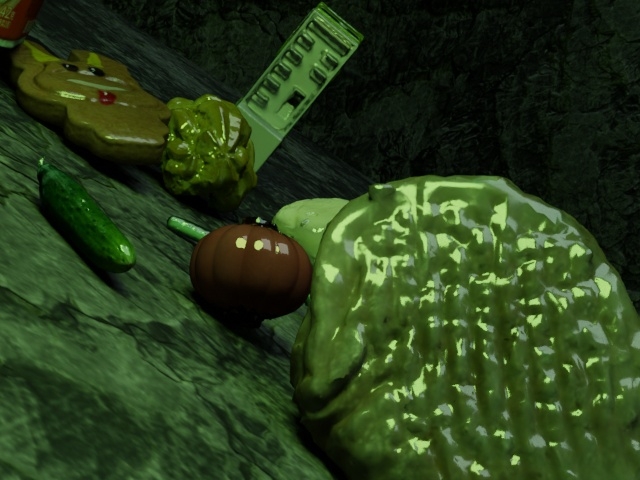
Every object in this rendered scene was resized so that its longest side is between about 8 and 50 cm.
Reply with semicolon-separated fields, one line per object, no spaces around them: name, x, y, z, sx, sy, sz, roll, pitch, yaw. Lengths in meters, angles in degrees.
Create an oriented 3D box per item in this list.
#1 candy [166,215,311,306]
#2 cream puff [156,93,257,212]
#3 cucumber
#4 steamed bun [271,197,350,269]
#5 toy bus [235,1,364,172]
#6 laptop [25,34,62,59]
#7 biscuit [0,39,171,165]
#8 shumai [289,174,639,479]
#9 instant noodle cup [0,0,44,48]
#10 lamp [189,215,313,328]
candy;-0.013;0.052;1.154;0.323;0.097;0.097;26;8;-7
cream puff;-0.132;-0.105;1.342;0.156;0.121;0.156;39;7;-6
cucumber;-0.188;-0.017;0.874;0.155;0.037;0.037;43;10;36
steamed bun;0.000;0.000;1.377;0.112;0.091;0.130;18;26;33
toy bus;-0.063;-0.228;1.756;0.113;0.302;0.139;38;13;-7
laptop;-0.408;-0.261;1.441;0.154;0.026;0.207;41;10;33
biscuit;-0.260;-0.166;1.263;0.186;0.044;0.295;0;29;-38
shumai;0.112;0.136;0.885;0.262;0.267;0.314;93;-21;-64
instant noodle cup;-0.366;-0.385;1.189;0.293;0.308;0.294;22;11;-5
lamp;-0.059;0.027;0.959;0.107;0.092;0.107;8;-14;2
